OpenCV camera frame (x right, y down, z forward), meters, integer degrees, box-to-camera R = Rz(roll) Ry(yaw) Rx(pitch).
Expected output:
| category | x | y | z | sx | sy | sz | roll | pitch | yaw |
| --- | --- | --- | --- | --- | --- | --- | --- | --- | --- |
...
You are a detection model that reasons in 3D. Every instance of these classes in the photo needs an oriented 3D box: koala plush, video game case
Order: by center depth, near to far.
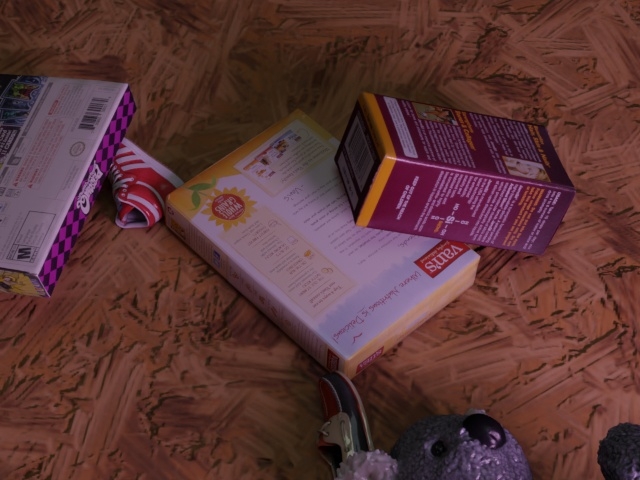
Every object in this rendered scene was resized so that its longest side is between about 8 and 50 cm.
| category | x | y | z | sx | sy | sz | roll | pitch | yaw |
| --- | --- | --- | --- | --- | --- | --- | --- | --- | --- |
| koala plush | 0.130 | 0.212 | 1.152 | 0.196 | 0.203 | 0.221 | -21 | 41 | -36 |
| video game case | -0.302 | -0.057 | 1.375 | 0.210 | 0.041 | 0.232 | 5 | 52 | 17 |

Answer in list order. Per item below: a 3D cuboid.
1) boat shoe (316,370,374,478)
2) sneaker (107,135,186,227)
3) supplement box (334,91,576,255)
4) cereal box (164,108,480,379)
| category | x | y | z | sx | sy | sz | roll | pitch | yaw |
| --- | --- | --- | --- | --- | --- | --- | --- | --- | --- |
| boat shoe | 0.019 | 0.170 | 1.246 | 0.043 | 0.049 | 0.137 | -11 | 61 | -15 |
| sneaker | -0.187 | -0.056 | 1.406 | 0.118 | 0.042 | 0.067 | 31 | 54 | 16 |
| supplement box | 0.119 | -0.059 | 1.357 | 0.188 | 0.080 | 0.104 | 9 | 36 | -20 |
| cereal box | 0.000 | 0.000 | 1.370 | 0.173 | 0.047 | 0.240 | -35 | 63 | -28 |
